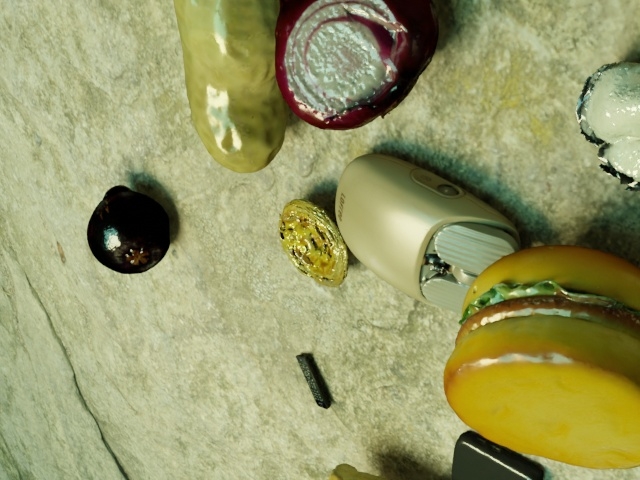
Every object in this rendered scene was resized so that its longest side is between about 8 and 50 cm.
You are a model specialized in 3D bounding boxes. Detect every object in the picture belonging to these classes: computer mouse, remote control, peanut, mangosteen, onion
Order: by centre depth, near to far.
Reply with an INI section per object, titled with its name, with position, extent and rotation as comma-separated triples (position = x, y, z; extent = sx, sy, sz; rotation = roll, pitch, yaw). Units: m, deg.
[onion]
position = 0.021, -0.213, 0.828
extent = 0.173, 0.135, 0.198
rotation = -38, 84, 12
[computer mouse]
position = 0.112, -0.006, 0.927
extent = 0.236, 0.082, 0.145
rotation = 33, 134, 24
[peanut]
position = -0.094, -0.220, 0.932
extent = 0.147, 0.147, 0.319
rotation = 22, 127, 32
[remote control]
position = -0.010, 0.211, 1.237
extent = 0.034, 0.016, 0.091
rotation = 2, 119, 61
[mangosteen]
position = -0.302, -0.022, 1.285
extent = 0.151, 0.137, 0.137
rotation = -116, 26, -46

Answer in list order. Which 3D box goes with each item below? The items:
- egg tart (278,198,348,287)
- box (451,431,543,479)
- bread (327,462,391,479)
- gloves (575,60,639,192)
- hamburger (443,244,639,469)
[egg tart]
position = 0.000, 0.000, 1.052
extent = 0.129, 0.049, 0.129
rotation = 33, 140, 33
[box]
position = 0.230, 0.319, 1.081
extent = 0.125, 0.027, 0.126
rotation = 24, 132, 33
[bread]
position = 0.095, 0.457, 1.132
extent = 0.246, 0.111, 0.239
rotation = 18, 92, 16
[gloves]
position = 0.295, -0.095, 0.704
extent = 0.153, 0.070, 0.114
rotation = 19, 134, 34
[hamburger]
position = 0.244, 0.106, 0.803
extent = 0.246, 0.170, 0.246
rotation = 15, 149, 9
